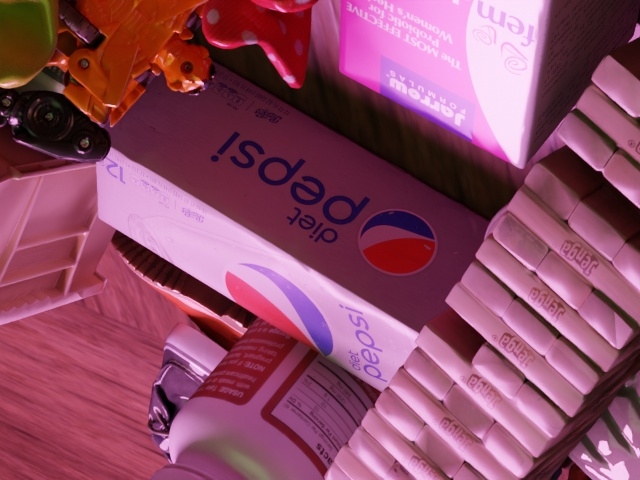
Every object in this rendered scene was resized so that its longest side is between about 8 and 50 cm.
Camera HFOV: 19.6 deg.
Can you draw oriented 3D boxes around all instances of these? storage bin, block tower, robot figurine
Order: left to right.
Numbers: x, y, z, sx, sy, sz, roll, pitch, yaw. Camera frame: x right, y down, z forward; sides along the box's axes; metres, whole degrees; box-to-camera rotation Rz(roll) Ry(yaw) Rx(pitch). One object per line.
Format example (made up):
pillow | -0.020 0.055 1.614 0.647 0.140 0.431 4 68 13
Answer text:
storage bin | -0.274 -0.067 1.199 0.262 0.260 0.123 34 106 12
robot figurine | -0.169 -0.183 1.024 0.291 0.211 0.085 42 -177 -4
block tower | 0.117 0.044 0.948 0.091 0.097 0.335 44 131 17

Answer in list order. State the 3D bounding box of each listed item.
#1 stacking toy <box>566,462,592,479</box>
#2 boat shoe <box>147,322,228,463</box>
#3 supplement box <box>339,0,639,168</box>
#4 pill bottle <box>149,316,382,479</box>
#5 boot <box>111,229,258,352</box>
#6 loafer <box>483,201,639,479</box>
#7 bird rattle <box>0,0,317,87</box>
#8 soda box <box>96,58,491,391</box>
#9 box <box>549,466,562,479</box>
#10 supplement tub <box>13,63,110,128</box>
stacking toy | 0.263 0.276 1.261 0.279 0.130 0.309 3 143 9
boat shoe | -0.098 0.129 1.400 0.080 0.076 0.228 35 163 5
supplement box | 0.084 -0.156 0.829 0.111 0.114 0.220 29 150 20
pill bottle | -0.021 0.118 1.204 0.121 0.216 0.121 29 148 20
boot | -0.089 0.036 1.335 0.158 0.059 0.084 35 155 6
loafer | 0.209 0.103 1.038 0.112 0.111 0.319 -39 82 44
bird rattle | -0.095 -0.184 0.922 0.143 0.253 0.207 113 143 -63
soda box | 0.000 0.000 1.145 0.286 0.098 0.091 30 149 15
box | 0.054 0.205 1.209 0.100 0.244 0.060 17 142 35
supplement tub | -0.197 -0.150 1.147 0.190 0.117 0.117 34 149 12
